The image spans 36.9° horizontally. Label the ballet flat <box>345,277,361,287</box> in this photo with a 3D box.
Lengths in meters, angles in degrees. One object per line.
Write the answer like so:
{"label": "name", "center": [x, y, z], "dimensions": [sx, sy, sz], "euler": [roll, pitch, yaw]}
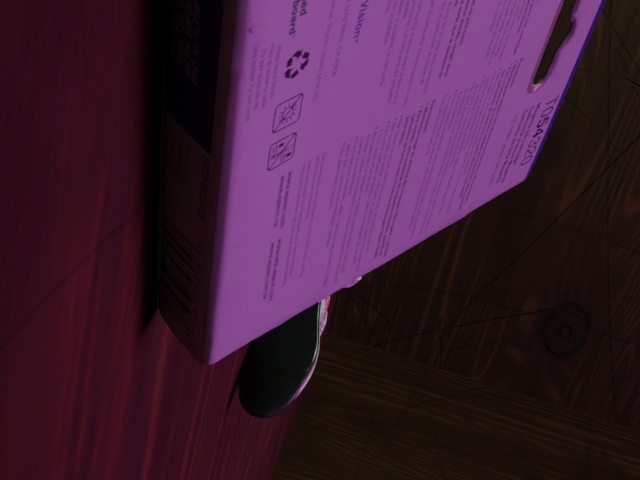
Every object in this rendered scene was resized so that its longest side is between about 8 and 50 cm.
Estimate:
{"label": "ballet flat", "center": [0.000, 0.000, 1.034], "dimensions": [0.400, 0.139, 0.139], "euler": [75, 33, -83]}

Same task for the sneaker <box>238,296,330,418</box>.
{"label": "sneaker", "center": [-0.043, 0.148, 1.333], "dimensions": [0.145, 0.090, 0.270], "euler": [96, 8, -56]}

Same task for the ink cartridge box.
{"label": "ink cartridge box", "center": [0.050, -0.105, 0.604], "dimensions": [0.330, 0.071, 0.324], "euler": [-30, 150, -32]}
